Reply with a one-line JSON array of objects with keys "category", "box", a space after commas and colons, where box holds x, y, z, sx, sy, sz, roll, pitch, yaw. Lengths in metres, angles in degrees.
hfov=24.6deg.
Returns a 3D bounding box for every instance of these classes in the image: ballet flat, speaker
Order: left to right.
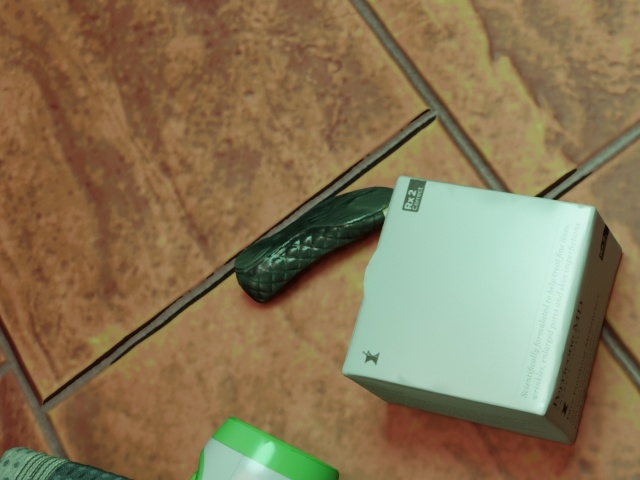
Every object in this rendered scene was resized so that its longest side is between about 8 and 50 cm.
[{"category": "speaker", "box": [-0.097, 0.305, 1.246, 0.131, 0.131, 0.297, 23, 82, 28]}, {"category": "ballet flat", "box": [0.000, 0.000, 1.369, 0.173, 0.049, 0.057, -27, 31, 8]}]

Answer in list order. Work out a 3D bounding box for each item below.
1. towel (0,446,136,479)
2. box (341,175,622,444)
[{"category": "towel", "box": [-0.251, 0.331, 1.210, 0.312, 0.056, 0.324, 5, 53, 45]}, {"category": "box", "box": [0.139, 0.058, 1.238, 0.182, 0.119, 0.181, 10, 77, 26]}]
